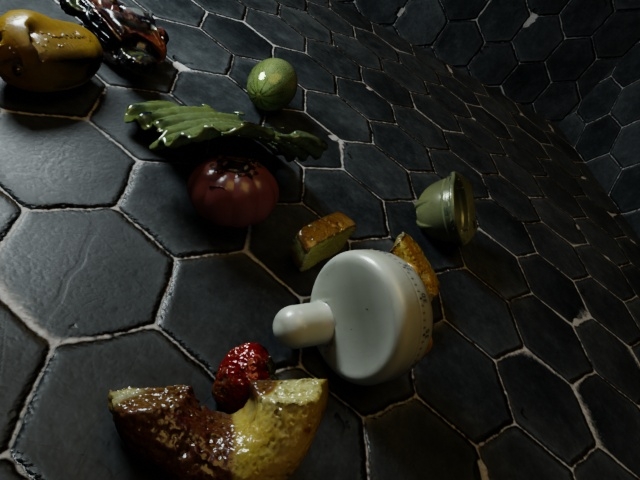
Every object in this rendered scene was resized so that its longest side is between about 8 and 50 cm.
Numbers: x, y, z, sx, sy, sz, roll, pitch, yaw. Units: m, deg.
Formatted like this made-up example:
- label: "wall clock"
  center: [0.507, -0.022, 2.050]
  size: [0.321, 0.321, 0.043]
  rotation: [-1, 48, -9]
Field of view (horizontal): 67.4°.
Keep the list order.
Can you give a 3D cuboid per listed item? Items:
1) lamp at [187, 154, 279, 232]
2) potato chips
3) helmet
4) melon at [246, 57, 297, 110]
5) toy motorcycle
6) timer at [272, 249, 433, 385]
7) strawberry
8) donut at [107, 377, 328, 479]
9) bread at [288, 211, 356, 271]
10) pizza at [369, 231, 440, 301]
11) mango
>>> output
- label: "lamp"
  center: [-0.174, -0.091, 0.958]
  size: [0.181, 0.140, 0.182]
  rotation: [10, 30, -6]
- label: "potato chips"
  center: [-0.202, -0.236, 1.063]
  size: [0.389, 0.097, 0.373]
  rotation: [0, 21, -41]
- label: "helmet"
  center: [0.337, -0.081, 1.332]
  size: [0.257, 0.137, 0.204]
  rotation: [-5, 89, -60]
- label: "melon"
  center: [-0.133, -0.439, 1.347]
  size: [0.139, 0.139, 0.192]
  rotation: [33, 42, -4]
- label: "toy motorcycle"
  center: [-0.519, -0.559, 1.186]
  size: [0.401, 0.134, 0.207]
  rotation: [41, 37, 5]
- label: "timer"
  center: [0.064, 0.131, 0.820]
  size: [0.240, 0.233, 0.234]
  rotation: [0, 50, -41]
- label: "strawberry"
  center: [-0.114, 0.205, 0.716]
  size: [0.106, 0.106, 0.106]
  rotation: [21, 40, -18]
- label: "donut"
  center: [-0.126, 0.258, 0.601]
  size: [0.294, 0.112, 0.151]
  rotation: [1, 78, -9]
- label: "bread"
  center: [0.000, 0.000, 1.012]
  size: [0.065, 0.103, 0.187]
  rotation: [45, 40, 12]
- label: "pizza"
  center: [0.157, 0.102, 1.052]
  size: [0.189, 0.071, 0.297]
  rotation: [53, 42, 2]
- label: "mango"
  center: [-0.551, -0.386, 0.968]
  size: [0.151, 0.156, 0.249]
  rotation: [3, 32, 18]
